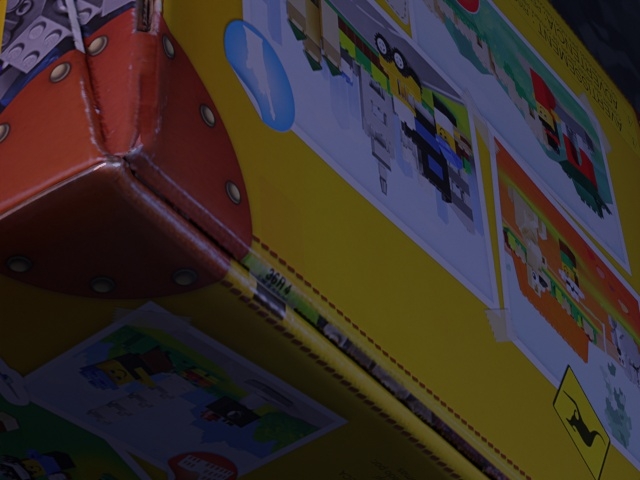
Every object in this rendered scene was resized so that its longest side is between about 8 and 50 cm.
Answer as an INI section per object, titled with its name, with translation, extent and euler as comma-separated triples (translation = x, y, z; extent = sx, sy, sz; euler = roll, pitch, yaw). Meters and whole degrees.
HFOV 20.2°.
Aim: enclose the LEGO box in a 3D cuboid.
[LEGO box]
translation = 0.000, 0.000, 0.817
extent = 0.500, 0.193, 0.372
euler = 43, 33, -40
